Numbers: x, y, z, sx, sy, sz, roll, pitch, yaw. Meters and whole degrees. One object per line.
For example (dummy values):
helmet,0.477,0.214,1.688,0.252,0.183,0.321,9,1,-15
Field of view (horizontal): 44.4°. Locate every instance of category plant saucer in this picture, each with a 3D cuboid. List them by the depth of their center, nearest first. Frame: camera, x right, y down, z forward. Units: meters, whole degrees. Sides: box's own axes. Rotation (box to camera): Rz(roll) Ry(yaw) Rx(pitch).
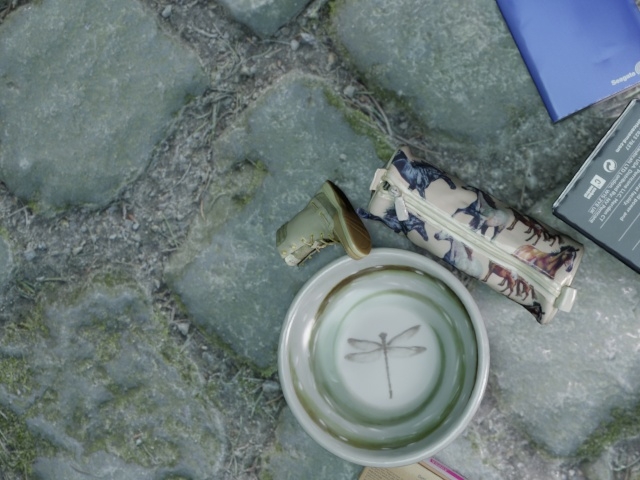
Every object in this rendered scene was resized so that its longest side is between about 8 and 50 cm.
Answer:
plant saucer,0.120,0.217,1.473,0.400,0.100,0.401,-4,78,18

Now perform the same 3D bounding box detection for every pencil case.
pencil case,0.273,-0.013,1.401,0.410,0.183,0.160,32,116,12

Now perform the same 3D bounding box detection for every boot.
boot,0.000,0.000,1.494,0.165,0.077,0.213,-41,41,15

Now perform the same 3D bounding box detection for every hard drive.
hard drive,0.453,-0.400,1.415,0.210,0.040,0.319,-25,84,15

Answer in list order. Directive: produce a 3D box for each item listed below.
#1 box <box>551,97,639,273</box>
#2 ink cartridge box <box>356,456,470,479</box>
box,0.592,-0.018,1.253,0.395,0.293,0.212,36,101,13
ink cartridge box,0.175,0.505,1.490,0.234,0.088,0.193,31,98,14
